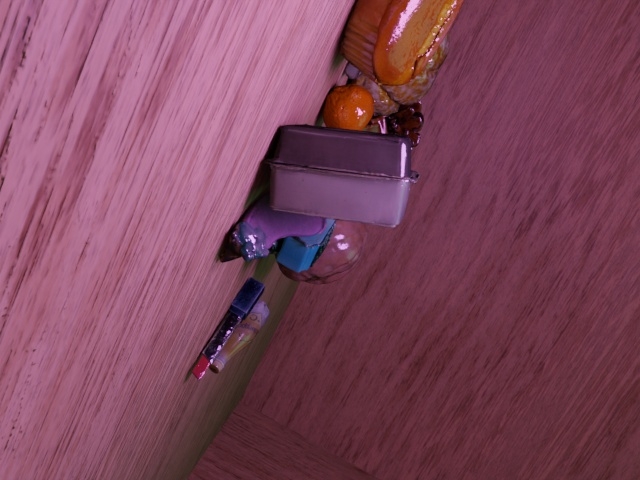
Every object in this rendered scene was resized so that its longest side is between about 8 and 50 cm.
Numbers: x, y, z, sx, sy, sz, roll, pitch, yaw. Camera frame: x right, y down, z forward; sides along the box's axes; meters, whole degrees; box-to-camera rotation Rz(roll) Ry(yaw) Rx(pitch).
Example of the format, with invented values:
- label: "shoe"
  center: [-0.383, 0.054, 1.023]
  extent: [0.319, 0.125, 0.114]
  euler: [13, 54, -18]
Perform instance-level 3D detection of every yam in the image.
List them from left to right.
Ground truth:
- label: "yam"
  center: [0.090, -0.427, 1.475]
  extent: [0.043, 0.043, 0.094]
  euler: [-65, 174, 34]

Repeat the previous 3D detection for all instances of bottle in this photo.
- label: "bottle"
  center: [-0.236, 0.277, 1.728]
  extent: [0.270, 0.083, 0.083]
  euler: [-56, 173, -47]

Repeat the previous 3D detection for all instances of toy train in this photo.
- label: "toy train"
  center: [-0.057, -0.024, 1.432]
  extent: [0.203, 0.162, 0.112]
  euler: [-57, 175, -50]

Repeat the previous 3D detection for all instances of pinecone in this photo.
- label: "pinecone"
  center: [0.206, -0.371, 1.905]
  extent: [0.296, 0.241, 0.299]
  euler: [-81, -177, -74]

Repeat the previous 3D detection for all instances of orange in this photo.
- label: "orange"
  center: [0.064, -0.309, 1.428]
  extent: [0.136, 0.117, 0.135]
  euler: [-48, -179, 1]
- label: "orange"
  center: [0.224, -0.495, 1.605]
  extent: [0.369, 0.210, 0.271]
  euler: [-67, 172, 25]

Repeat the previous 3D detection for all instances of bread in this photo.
- label: "bread"
  center: [0.175, -0.455, 1.222]
  extent: [0.204, 0.156, 0.288]
  euler: [11, 115, -56]

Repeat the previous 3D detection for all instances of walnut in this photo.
- label: "walnut"
  center: [0.001, 0.000, 1.656]
  extent: [0.273, 0.272, 0.227]
  euler: [106, -27, -72]

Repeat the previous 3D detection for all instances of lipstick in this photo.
- label: "lipstick"
  center: [-0.245, 0.231, 1.568]
  extent: [0.312, 0.051, 0.051]
  euler: [-57, 175, -34]

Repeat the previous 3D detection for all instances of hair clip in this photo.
- label: "hair clip"
  center: [-0.090, -0.040, 1.267]
  extent: [0.358, 0.110, 0.096]
  euler: [-34, 149, -53]

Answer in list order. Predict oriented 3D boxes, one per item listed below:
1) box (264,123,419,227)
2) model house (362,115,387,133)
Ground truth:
- label: "box"
  center: [0.046, -0.132, 1.167]
  extent: [0.220, 0.290, 0.166]
  euler: [-48, 145, -74]
- label: "model house"
  center: [0.065, -0.238, 1.715]
  extent: [0.229, 0.199, 0.220]
  euler: [-17, 102, -41]
